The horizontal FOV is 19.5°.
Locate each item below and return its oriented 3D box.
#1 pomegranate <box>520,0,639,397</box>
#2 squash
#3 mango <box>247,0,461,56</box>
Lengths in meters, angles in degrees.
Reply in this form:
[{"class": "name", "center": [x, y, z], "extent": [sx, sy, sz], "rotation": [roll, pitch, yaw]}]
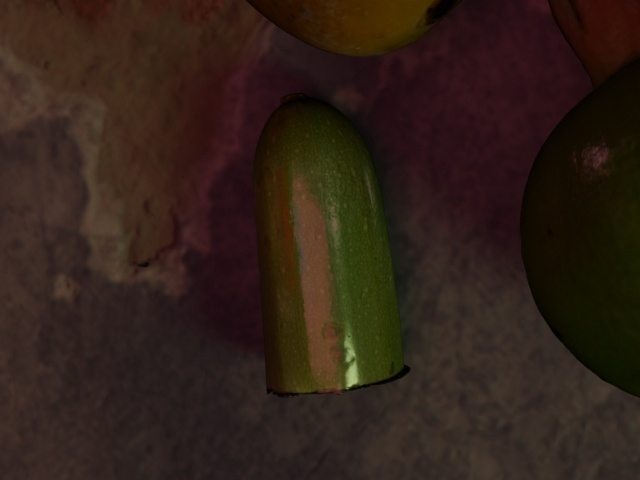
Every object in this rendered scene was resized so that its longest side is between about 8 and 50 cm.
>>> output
[{"class": "pomegranate", "center": [0.210, -0.054, 1.049], "extent": [0.236, 0.236, 0.301], "rotation": [-26, 79, 19]}, {"class": "squash", "center": [0.000, 0.000, 1.178], "extent": [0.095, 0.095, 0.188], "rotation": [-5, 98, 18]}, {"class": "mango", "center": [0.005, -0.264, 1.112], "extent": [0.193, 0.146, 0.316], "rotation": [-17, 78, 19]}]
